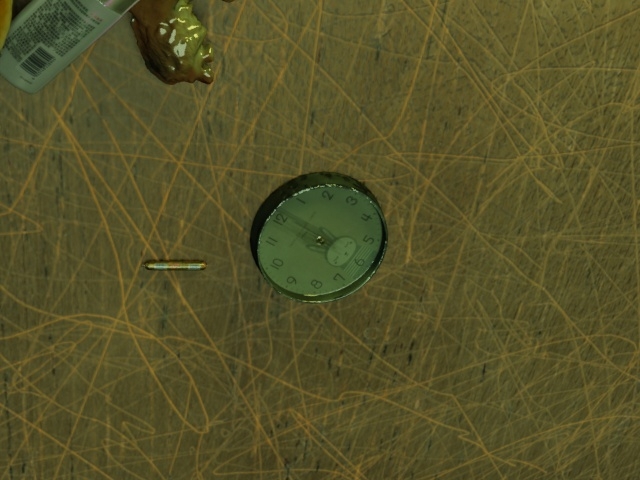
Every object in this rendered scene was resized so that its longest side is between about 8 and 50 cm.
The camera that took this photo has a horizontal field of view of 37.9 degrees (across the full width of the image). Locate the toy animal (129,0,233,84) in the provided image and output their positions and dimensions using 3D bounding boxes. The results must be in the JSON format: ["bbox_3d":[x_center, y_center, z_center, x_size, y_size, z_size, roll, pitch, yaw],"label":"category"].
[{"bbox_3d":[-0.225,-0.322,1.168,0.157,0.097,0.312,-39,119,15],"label":"toy animal"}]

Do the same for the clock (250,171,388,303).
[{"bbox_3d":[0.000,0.000,1.433,0.215,0.042,0.215,-6,120,-11],"label":"clock"}]

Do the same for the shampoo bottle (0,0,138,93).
[{"bbox_3d":[-0.314,-0.270,1.141,0.227,0.056,0.086,-31,117,32],"label":"shampoo bottle"}]

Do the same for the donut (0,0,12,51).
[{"bbox_3d":[-0.565,-0.312,1.019,0.449,0.198,0.449,-7,122,-11],"label":"donut"}]

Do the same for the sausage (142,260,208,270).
[{"bbox_3d":[-0.220,0.038,1.410,0.100,0.015,0.015,1,118,-15],"label":"sausage"}]
